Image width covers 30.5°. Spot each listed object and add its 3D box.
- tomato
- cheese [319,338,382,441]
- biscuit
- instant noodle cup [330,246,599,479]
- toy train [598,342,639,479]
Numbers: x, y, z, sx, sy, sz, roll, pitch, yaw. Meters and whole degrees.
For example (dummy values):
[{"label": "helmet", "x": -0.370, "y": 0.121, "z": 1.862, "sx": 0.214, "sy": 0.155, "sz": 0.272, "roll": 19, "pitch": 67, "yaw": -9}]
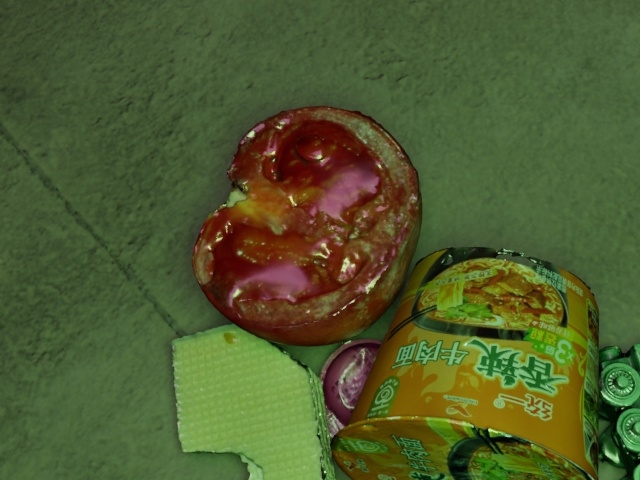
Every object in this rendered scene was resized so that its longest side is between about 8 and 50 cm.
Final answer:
[{"label": "tomato", "x": 0.000, "y": 0.000, "z": 1.113, "sx": 0.200, "sy": 0.139, "sz": 0.233, "roll": 21, "pitch": 74, "yaw": 25}, {"label": "cheese", "x": 0.028, "y": 0.151, "z": 1.100, "sx": 0.145, "sy": 0.038, "sz": 0.095, "roll": -42, "pitch": 67, "yaw": -3}, {"label": "biscuit", "x": -0.062, "y": 0.195, "z": 1.077, "sx": 0.147, "sy": 0.046, "sz": 0.250, "roll": -17, "pitch": 66, "yaw": 16}, {"label": "instant noodle cup", "x": 0.141, "y": 0.127, "z": 1.008, "sx": 0.230, "sy": 0.230, "sz": 0.182, "roll": 10, "pitch": 59, "yaw": 12}, {"label": "toy train", "x": 0.303, "y": 0.169, "z": 1.041, "sx": 0.111, "sy": 0.071, "sz": 0.171, "roll": -12, "pitch": 66, "yaw": -5}]
